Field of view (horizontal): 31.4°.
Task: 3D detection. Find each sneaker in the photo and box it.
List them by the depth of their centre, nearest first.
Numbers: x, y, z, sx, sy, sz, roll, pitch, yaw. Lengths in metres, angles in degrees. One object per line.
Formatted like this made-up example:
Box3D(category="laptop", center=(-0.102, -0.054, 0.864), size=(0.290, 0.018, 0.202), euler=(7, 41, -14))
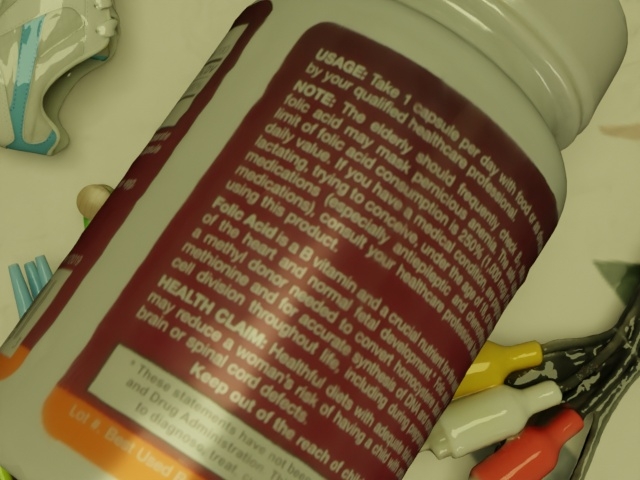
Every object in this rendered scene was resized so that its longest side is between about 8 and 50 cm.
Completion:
Box3D(category="sneaker", center=(-0.170, -0.168, 0.754), size=(0.092, 0.087, 0.229), euler=(24, 93, -5))

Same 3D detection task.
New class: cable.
Box3D(category="cable", center=(0.182, 0.086, 0.729), size=(0.287, 0.072, 0.139), euler=(-30, 87, 2))

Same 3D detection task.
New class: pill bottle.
Box3D(category="pill bottle", center=(0.000, 0.000, 0.653), size=(0.224, 0.224, 0.392), euler=(33, 76, 2))

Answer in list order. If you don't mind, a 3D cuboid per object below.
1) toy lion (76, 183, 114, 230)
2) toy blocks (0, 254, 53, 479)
Box3D(category="toy lion", center=(-0.104, 0.001, 0.764), size=(0.100, 0.034, 0.096), euler=(-12, 93, -1))
Box3D(category="toy blocks", center=(-0.202, 0.095, 0.741), size=(0.123, 0.054, 0.148), euler=(-19, 86, -2))
